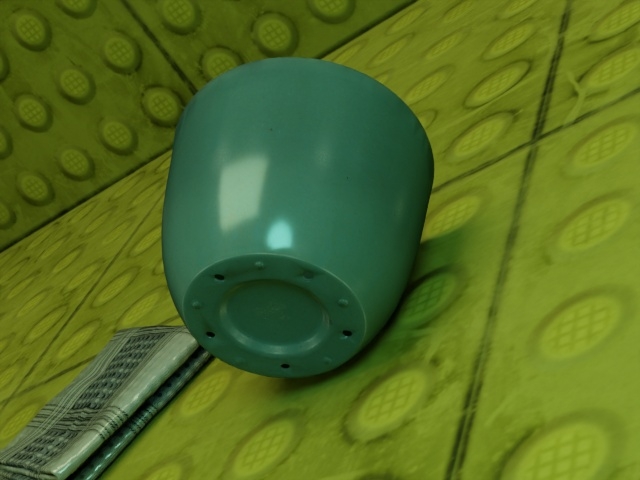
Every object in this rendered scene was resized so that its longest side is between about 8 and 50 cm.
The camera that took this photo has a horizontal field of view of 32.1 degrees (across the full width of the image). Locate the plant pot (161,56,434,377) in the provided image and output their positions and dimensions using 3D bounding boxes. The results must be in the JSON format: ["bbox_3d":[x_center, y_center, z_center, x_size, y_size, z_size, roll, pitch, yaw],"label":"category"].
[{"bbox_3d":[-0.032,-0.001,1.156,0.293,0.293,0.235,-27,35,30],"label":"plant pot"}]

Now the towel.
[{"bbox_3d":[-0.307,0.224,1.459,0.324,0.056,0.312,-48,21,-25],"label":"towel"}]
